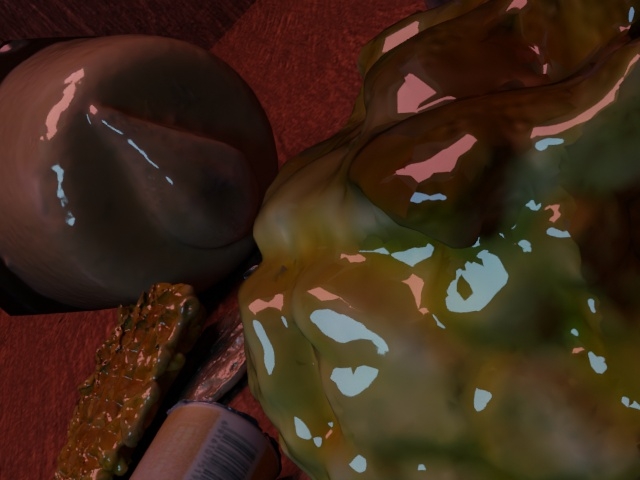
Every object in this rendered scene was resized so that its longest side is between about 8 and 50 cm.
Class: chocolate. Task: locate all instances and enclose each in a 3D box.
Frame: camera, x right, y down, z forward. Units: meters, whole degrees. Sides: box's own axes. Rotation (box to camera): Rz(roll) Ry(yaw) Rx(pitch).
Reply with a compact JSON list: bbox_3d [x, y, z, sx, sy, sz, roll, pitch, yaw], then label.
[{"bbox_3d":[-0.215,-0.078,1.455,0.297,0.326,0.314,178,89,-70],"label":"chocolate"}]

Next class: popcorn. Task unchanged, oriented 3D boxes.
[{"bbox_3d":[0.110,0.009,0.496,0.293,0.237,0.293,-34,9,6],"label":"popcorn"}]

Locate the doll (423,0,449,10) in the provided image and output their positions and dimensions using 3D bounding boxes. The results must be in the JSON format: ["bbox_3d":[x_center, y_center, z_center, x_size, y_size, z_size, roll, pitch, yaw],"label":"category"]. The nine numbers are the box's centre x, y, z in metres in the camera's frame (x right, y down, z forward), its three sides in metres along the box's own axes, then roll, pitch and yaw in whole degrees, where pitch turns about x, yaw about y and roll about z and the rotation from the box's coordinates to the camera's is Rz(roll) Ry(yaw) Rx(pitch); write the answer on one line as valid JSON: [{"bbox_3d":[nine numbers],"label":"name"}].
[{"bbox_3d":[0.156,-0.294,1.414,0.201,0.156,0.303,1,10,15],"label":"doll"}]

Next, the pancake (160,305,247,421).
[{"bbox_3d":[-0.097,0.114,1.240,0.151,0.025,0.152,-41,18,16],"label":"pancake"}]

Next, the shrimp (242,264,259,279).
[{"bbox_3d":[0.000,0.000,1.266,0.161,0.034,0.091,-34,8,20],"label":"shrimp"}]

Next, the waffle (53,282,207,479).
[{"bbox_3d":[-0.186,0.144,1.281,0.238,0.058,0.243,-61,15,-11],"label":"waffle"}]

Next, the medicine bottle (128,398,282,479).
[{"bbox_3d":[-0.146,0.284,0.838,0.108,0.108,0.426,-30,21,45],"label":"medicine bottle"}]
